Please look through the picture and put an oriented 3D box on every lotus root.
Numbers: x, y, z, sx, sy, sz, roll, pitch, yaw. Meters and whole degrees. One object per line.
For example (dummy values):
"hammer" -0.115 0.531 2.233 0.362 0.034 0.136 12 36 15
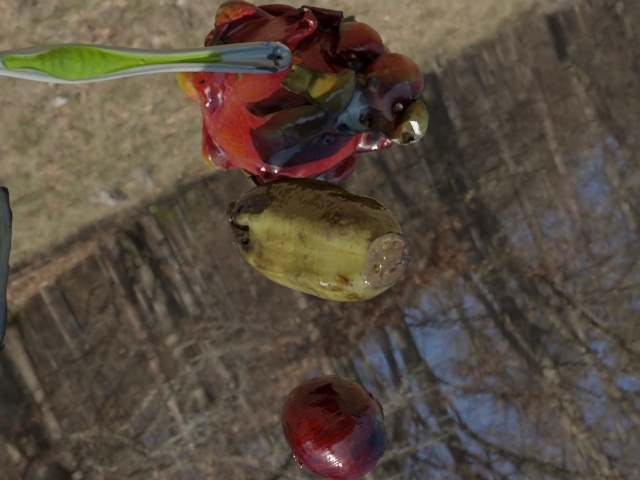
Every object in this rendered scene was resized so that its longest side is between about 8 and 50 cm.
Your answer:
"lotus root" 0.000 0.000 1.044 0.097 0.110 0.258 -3 -167 -33

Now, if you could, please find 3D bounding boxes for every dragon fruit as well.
"dragon fruit" -0.021 -0.172 1.234 0.307 0.228 0.243 -29 -131 34

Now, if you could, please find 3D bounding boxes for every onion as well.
"onion" 0.015 0.219 1.260 0.131 0.131 0.131 -22 -163 7

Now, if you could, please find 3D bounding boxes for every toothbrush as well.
"toothbrush" -0.126 -0.099 0.598 0.263 0.022 0.026 -7 -174 -32

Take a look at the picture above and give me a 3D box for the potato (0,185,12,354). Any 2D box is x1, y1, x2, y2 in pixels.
"potato" -0.359 0.086 0.722 0.237 0.300 0.289 9 178 -3
